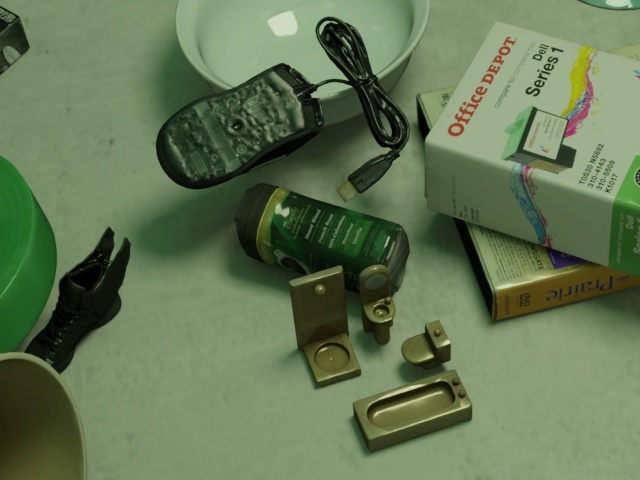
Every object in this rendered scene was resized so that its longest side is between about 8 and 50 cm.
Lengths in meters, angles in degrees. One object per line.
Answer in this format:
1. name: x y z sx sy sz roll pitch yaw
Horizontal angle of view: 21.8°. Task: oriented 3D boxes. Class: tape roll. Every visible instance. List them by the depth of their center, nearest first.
1. tape roll: -0.449 0.035 1.802 0.321 0.077 0.321 -9 50 10

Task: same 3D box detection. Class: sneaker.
1. sneaker: -0.266 0.070 1.784 0.051 0.089 0.170 31 61 26

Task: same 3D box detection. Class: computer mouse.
1. computer mouse: -0.035 -0.105 1.801 0.262 0.060 0.184 -33 82 -9

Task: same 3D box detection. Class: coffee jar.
1. coffee jar: 0.000 0.000 1.810 0.184 0.096 0.079 18 72 17

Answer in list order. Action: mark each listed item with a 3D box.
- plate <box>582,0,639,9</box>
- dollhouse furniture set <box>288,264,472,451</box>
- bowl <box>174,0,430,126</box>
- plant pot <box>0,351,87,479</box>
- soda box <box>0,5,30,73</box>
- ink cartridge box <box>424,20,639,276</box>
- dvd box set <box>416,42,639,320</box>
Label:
1. plate: 0.381 -0.367 2.108 0.188 0.024 0.188 -3 53 4
2. dollhouse furniture set: 0.063 0.112 1.702 0.144 0.123 0.151 -17 53 -8
3. bowl: -0.017 -0.232 1.969 0.298 0.134 0.297 -2 53 3
4. plant pot: -0.411 0.230 1.599 0.274 0.256 0.256 1 51 26
5. soda box: -0.437 -0.216 2.039 0.053 0.060 0.169 29 61 26
6. ink cartridge box: 0.273 -0.099 1.773 0.278 0.117 0.201 19 56 20
7. dvd box set: 0.349 -0.089 1.873 0.420 0.062 0.307 -14 52 -6
